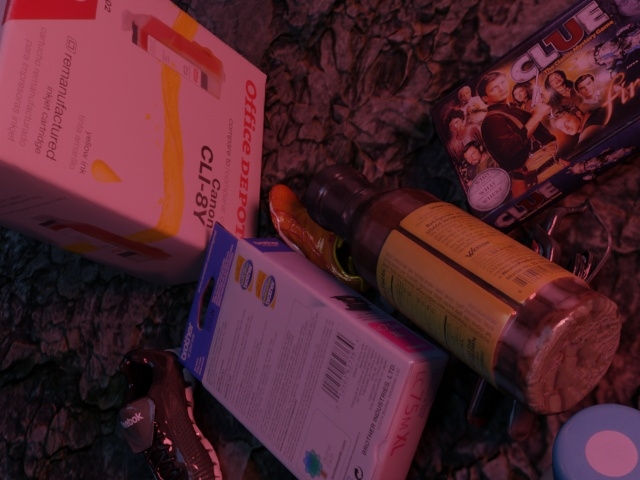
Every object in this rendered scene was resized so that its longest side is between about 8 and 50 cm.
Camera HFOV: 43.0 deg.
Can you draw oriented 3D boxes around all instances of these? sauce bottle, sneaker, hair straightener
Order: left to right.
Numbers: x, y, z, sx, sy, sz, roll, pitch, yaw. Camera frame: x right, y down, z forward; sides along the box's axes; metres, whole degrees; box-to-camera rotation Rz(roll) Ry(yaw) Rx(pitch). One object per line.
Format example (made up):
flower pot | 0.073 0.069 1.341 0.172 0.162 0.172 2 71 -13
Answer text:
sneaker | -0.180 0.220 0.914 0.078 0.106 0.234 -35 55 24
sneaker | 0.000 0.000 0.895 0.067 0.064 0.175 -41 63 14
sauce bottle | 0.103 0.019 0.726 0.111 0.111 0.344 -57 41 6
hair straightener | 0.209 0.069 0.719 0.089 0.047 0.230 16 79 40

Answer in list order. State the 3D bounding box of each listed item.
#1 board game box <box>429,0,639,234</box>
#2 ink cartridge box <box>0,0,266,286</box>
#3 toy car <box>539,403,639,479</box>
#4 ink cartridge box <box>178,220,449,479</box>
board game box | 0.229 -0.131 0.757 0.243 0.042 0.165 -35 45 22
ink cartridge box | -0.236 -0.136 0.914 0.160 0.384 0.279 -10 67 31
toy car | 0.293 0.180 0.540 0.238 0.219 0.210 -32 50 -11
ink cartridge box | -0.024 0.122 0.827 0.311 0.065 0.186 32 114 39
